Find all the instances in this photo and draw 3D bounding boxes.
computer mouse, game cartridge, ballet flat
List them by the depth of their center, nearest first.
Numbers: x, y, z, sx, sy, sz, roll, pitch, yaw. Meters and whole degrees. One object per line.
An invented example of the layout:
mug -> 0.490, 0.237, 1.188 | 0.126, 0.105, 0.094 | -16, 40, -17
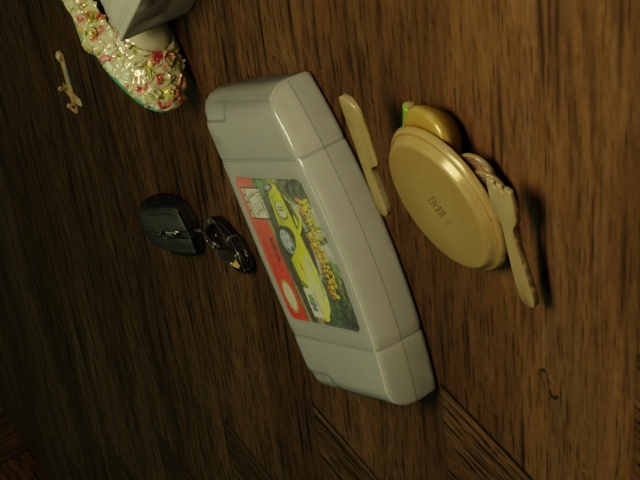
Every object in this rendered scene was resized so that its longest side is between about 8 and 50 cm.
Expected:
game cartridge -> 0.000, 0.000, 1.616 | 0.196, 0.060, 0.294 | 0, 115, 64
ballet flat -> -0.197, -0.230, 1.791 | 0.241, 0.091, 0.077 | 54, 136, 17
computer mouse -> -0.135, -0.002, 1.970 | 0.242, 0.041, 0.071 | 21, 133, 62

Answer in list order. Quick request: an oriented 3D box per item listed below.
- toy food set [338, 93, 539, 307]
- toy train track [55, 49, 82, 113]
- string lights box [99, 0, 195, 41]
toy food set -> 0.097, -0.037, 1.356 | 0.192, 0.038, 0.132 | 35, 153, 45
toy train track -> -0.297, -0.182, 2.195 | 0.048, 0.014, 0.083 | 42, 151, 46
string lights box -> -0.195, -0.321, 1.667 | 0.259, 0.077, 0.133 | 62, 161, 5
